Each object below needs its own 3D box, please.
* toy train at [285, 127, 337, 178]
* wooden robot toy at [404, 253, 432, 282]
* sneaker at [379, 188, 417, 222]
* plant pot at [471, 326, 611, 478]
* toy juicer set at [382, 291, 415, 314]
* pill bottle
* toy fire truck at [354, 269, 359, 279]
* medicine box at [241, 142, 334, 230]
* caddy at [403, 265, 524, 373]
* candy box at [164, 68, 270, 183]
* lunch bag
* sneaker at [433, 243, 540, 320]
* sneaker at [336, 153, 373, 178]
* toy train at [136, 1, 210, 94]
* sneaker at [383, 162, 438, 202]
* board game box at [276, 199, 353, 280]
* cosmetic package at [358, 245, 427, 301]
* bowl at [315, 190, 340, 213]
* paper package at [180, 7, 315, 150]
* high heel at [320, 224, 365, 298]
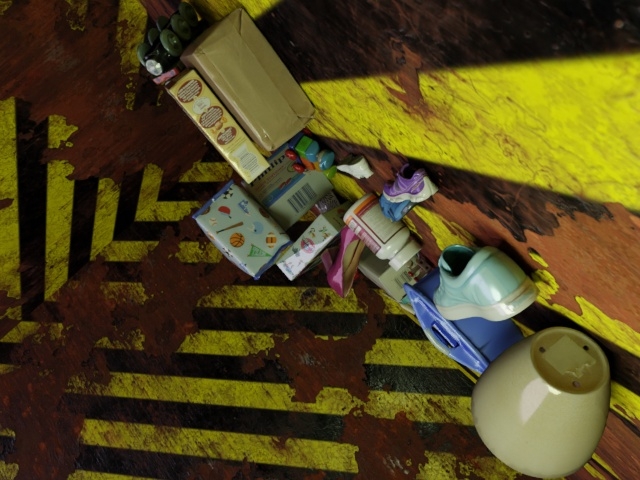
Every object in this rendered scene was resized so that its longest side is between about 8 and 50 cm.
[{"bbox_3d":[-0.007,-0.243,1.485,0.143,0.105,0.248,32,171,22],"label":"toy train"},{"bbox_3d":[0.311,0.087,1.440,0.173,0.076,0.079,47,-172,21],"label":"wooden robot toy"},{"bbox_3d":[0.174,-0.093,1.069,0.082,0.069,0.209,51,177,-1],"label":"sneaker"},{"bbox_3d":[0.440,0.287,0.891,0.256,0.256,0.274,45,159,36],"label":"plant pot"},{"bbox_3d":[0.407,0.251,2.054,0.209,0.090,0.329,35,167,4],"label":"toy juicer set"},{"bbox_3d":[0.180,-0.024,1.333,0.221,0.121,0.121,47,177,10],"label":"pill bottle"},{"bbox_3d":[0.157,0.016,1.964,0.302,0.169,0.254,65,-179,-76],"label":"toy fire truck"},{"bbox_3d":[-0.140,-0.224,1.863,0.289,0.263,0.149,43,174,49],"label":"medicine box"},{"bbox_3d":[0.371,0.221,1.252,0.341,0.179,0.241,47,178,6],"label":"caddy"},{"bbox_3d":[-0.286,-0.318,1.277,0.316,0.087,0.183,52,175,-29],"label":"candy box"},{"bbox_3d":[-0.289,-0.031,1.766,0.328,0.239,0.385,47,168,-2],"label":"lunch bag"},{"bbox_3d":[0.304,0.071,0.951,0.150,0.135,0.366,55,168,4],"label":"sneaker"},{"bbox_3d":[0.087,-0.188,1.198,0.061,0.054,0.152,46,177,-21],"label":"sneaker"},{"bbox_3d":[-0.421,-0.578,1.404,0.190,0.142,0.334,50,-145,-40],"label":"toy train"},{"bbox_3d":[0.176,-0.121,0.928,0.071,0.068,0.170,64,164,-12],"label":"sneaker"},{"bbox_3d":[0.000,0.000,1.748,0.097,0.303,0.224,48,-145,9],"label":"board game box"},{"bbox_3d":[0.234,0.083,1.644,0.129,0.153,0.296,50,177,-23],"label":"cosmetic package"},{"bbox_3d":[0.022,-0.158,1.921,0.170,0.080,0.170,57,177,5],"label":"bowl"},{"bbox_3d":[-0.202,-0.420,1.224,0.309,0.168,0.325,51,176,-27],"label":"paper package"},{"bbox_3d":[0.129,0.050,1.566,0.181,0.127,0.377,63,148,17],"label":"high heel"}]
